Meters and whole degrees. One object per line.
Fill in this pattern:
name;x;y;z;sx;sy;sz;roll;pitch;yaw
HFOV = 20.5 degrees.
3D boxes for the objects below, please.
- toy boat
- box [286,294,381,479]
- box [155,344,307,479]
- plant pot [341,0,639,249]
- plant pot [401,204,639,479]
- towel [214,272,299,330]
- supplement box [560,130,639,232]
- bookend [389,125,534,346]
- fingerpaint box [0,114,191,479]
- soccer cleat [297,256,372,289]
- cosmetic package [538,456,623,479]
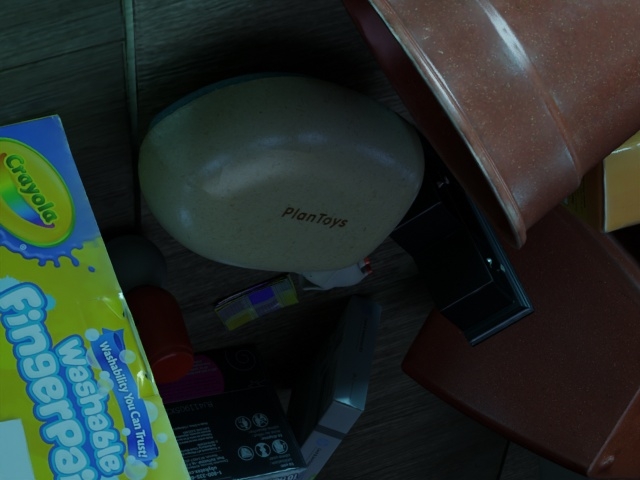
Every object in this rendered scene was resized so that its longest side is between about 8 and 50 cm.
toy boat;-0.081;-0.027;1.510;0.267;0.148;0.318;16;126;-43
box;0.005;0.169;1.873;0.038;0.145;0.186;22;135;-10
box;-0.166;0.229;1.818;0.247;0.163;0.142;-9;146;-25
plant pot;0.185;-0.177;1.345;0.265;0.272;0.272;-33;150;1
plant pot;0.294;0.104;1.806;0.267;0.236;0.267;9;118;-43
towel;-0.064;0.064;1.783;0.083;0.009;0.060;-22;150;-3
supplement box;0.215;-0.087;1.519;0.078;0.233;0.080;-16;115;-18
bookend;0.115;-0.002;1.659;0.072;0.156;0.157;-31;149;12
fingerpaint box;-0.308;0.159;1.318;0.371;0.444;0.163;-15;150;-17
soccer cleat;0.000;0.000;1.673;0.076;0.068;0.196;-21;153;0
cosmetic package;0.508;0.318;2.134;0.394;0.329;0.327;1;167;-20
